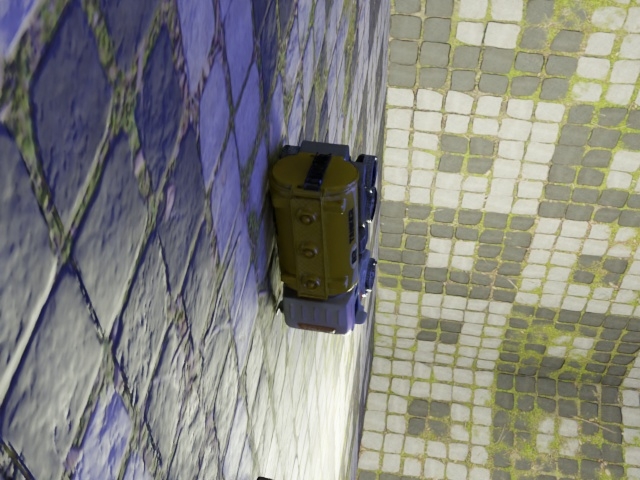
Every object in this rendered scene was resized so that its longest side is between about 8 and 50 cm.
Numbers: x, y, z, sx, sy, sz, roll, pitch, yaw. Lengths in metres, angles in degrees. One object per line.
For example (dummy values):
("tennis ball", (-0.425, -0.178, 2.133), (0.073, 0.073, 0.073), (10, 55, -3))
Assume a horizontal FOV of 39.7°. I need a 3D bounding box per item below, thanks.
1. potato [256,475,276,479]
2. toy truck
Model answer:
("potato", (-0.037, 0.345, 0.927), (0.100, 0.089, 0.172), (-63, 160, -66))
("toy truck", (0.000, 0.000, 0.890), (0.114, 0.098, 0.227), (-72, 165, -44))
